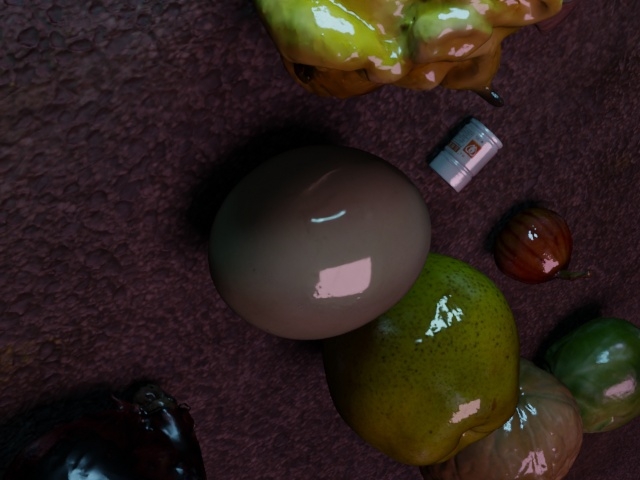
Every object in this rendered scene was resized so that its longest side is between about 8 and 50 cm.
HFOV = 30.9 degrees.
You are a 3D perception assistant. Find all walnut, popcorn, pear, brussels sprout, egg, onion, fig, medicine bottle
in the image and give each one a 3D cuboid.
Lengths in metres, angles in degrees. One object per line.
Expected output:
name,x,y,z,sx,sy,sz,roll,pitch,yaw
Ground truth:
walnut,0.310,0.346,2.011,0.277,0.252,0.313,-42,154,-25
popcorn,0.100,-0.244,1.100,0.316,0.281,0.297,-30,-171,12
pear,0.131,0.154,1.578,0.294,0.294,0.294,-29,144,-23
brussels sprout,0.529,0.261,2.203,0.244,0.244,0.244,-29,144,-23
egg,0.000,0.000,1.313,0.269,0.219,0.219,-23,142,-36
onion,-0.264,0.316,1.390,0.281,0.221,0.280,-12,107,-45
fig,0.345,0.013,1.791,0.128,0.150,0.128,18,90,-86
medicine bottle,0.194,-0.114,1.540,0.089,0.057,0.057,-47,147,5

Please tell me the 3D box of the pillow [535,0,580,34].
pillow,0.275,-0.350,1.337,0.236,0.084,0.223,8,123,-48
